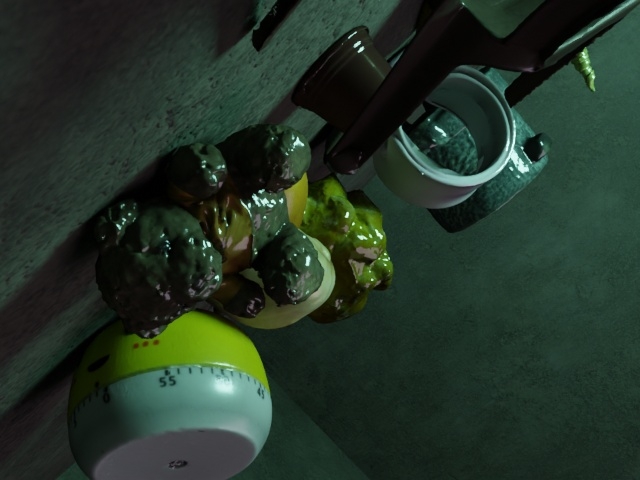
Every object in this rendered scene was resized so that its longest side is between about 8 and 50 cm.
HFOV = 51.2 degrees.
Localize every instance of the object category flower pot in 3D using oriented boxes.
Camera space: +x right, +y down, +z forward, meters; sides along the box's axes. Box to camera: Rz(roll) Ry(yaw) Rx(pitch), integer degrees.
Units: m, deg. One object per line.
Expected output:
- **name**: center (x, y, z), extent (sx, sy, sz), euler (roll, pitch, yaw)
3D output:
- **flower pot**: center (0.245, -0.188, 1.242), extent (0.299, 0.283, 0.299), euler (-38, -175, 4)
- **flower pot**: center (0.040, -0.153, 0.698), extent (0.111, 0.089, 0.111), euler (-45, 178, -2)

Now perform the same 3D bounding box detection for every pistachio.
- **pistachio**: center (-0.081, 0.045, 0.879), extent (0.200, 0.145, 0.117), euler (0, 176, 3)

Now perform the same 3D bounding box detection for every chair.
- **chair**: center (0.097, -0.175, 0.343), extent (0.183, 0.176, 0.326), euler (-34, 179, -25)

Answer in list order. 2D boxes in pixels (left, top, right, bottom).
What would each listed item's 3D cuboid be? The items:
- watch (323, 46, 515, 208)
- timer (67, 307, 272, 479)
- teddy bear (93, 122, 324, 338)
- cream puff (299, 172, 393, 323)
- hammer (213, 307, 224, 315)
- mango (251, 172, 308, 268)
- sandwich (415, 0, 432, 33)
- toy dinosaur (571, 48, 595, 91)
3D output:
- **watch**: center (0.152, -0.149, 1.022), extent (0.244, 0.231, 0.196), euler (-47, -179, -19)
- **timer**: center (-0.206, 0.179, 0.911), extent (0.285, 0.285, 0.285), euler (-45, 178, -2)
- **teddy bear**: center (-0.101, -0.004, 0.570), extent (0.190, 0.140, 0.177), euler (-33, 129, -32)
- **cream puff**: center (-0.006, 0.009, 1.017), extent (0.244, 0.196, 0.244), euler (-15, 144, -11)
- **hammer**: center (-0.156, 0.065, 1.648), extent (0.440, 0.044, 0.168), euler (-47, 177, 42)
- **mango**: center (-0.064, -0.039, 0.738), extent (0.141, 0.102, 0.217), euler (-51, -178, -24)
- **sandwich**: center (0.186, -0.294, 0.808), extent (0.094, 0.096, 0.258), euler (-50, 180, 0)
- **toy dinosaur**: center (0.311, -0.321, 0.941), extent (0.153, 0.259, 0.094), euler (-7, -155, 46)
